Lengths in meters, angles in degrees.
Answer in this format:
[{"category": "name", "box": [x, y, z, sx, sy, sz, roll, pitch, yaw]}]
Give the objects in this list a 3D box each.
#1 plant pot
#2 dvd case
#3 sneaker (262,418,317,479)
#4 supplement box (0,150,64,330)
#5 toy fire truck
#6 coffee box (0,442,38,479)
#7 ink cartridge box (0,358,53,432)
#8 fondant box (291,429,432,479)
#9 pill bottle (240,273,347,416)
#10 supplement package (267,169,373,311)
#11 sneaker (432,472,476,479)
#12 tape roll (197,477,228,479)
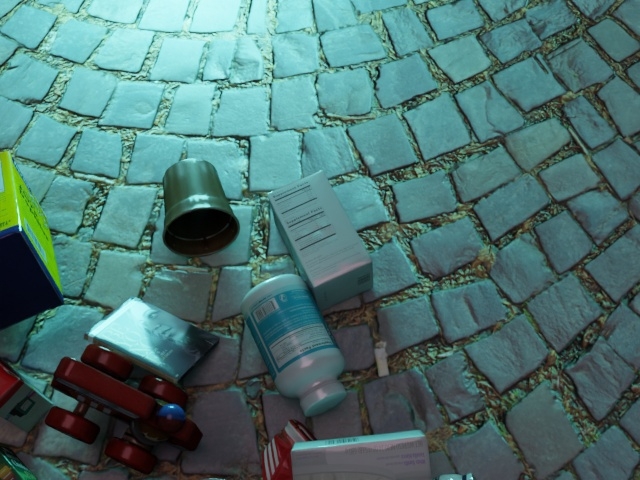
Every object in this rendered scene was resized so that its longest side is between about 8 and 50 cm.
[{"category": "plant pot", "box": [-0.271, -0.078, 1.718, 0.166, 0.167, 0.165, -14, 54, -4]}, {"category": "dvd case", "box": [-0.339, 0.198, 1.599, 0.221, 0.018, 0.164, 22, 32, 15]}, {"category": "sneaker", "box": [-0.023, 0.458, 1.479, 0.128, 0.087, 0.221, -44, 72, 5]}, {"category": "supplement box", "box": [-0.668, 0.003, 1.595, 0.194, 0.195, 0.356, -24, 38, -9]}, {"category": "toy fire truck", "box": [-0.351, 0.308, 1.435, 0.302, 0.254, 0.169, 32, 67, -14]}, {"category": "coffee box", "box": [-0.568, 0.450, 1.477, 0.184, 0.113, 0.040, 38, 72, 21]}, {"category": "ink cartridge box", "box": [-0.619, 0.273, 1.504, 0.134, 0.231, 0.078, 34, 70, 19]}, {"category": "fondant box", "box": [0.084, 0.510, 1.364, 0.238, 0.096, 0.331, -6, 84, 0]}, {"category": "pill bottle", "box": [-0.046, 0.209, 1.555, 0.146, 0.146, 0.264, -24, 64, -9]}, {"category": "supplement package", "box": [0.000, 0.000, 1.665, 0.133, 0.139, 0.244, -24, 64, -8]}, {"category": "sneaker", "box": [0.248, 0.540, 1.413, 0.094, 0.090, 0.235, -9, 58, 12]}, {"category": "tape roll", "box": [-0.197, 0.550, 1.428, 0.219, 0.072, 0.219, -2, 62, 3]}]
